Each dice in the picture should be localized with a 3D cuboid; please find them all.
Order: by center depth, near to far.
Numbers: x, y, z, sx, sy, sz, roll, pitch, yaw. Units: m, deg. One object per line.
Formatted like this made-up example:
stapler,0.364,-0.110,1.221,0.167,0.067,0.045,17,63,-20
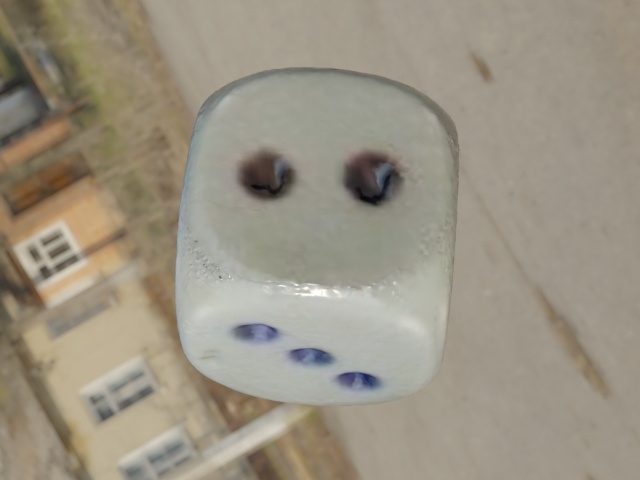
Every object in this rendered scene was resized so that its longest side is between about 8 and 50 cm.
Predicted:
dice,0.000,0.000,1.165,0.193,0.191,0.194,92,-176,-63
